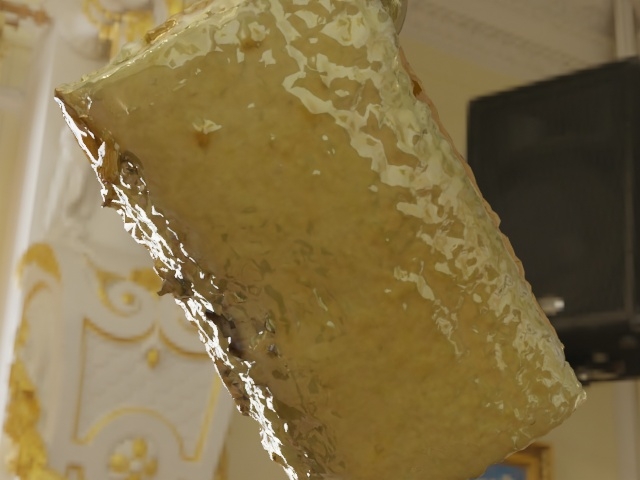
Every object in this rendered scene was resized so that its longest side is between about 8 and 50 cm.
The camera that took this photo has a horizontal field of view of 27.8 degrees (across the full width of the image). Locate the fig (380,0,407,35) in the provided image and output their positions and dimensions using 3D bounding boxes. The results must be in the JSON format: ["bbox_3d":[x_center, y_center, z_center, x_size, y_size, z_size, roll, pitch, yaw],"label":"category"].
[{"bbox_3d":[-0.003,-0.222,1.011,0.148,0.186,0.142,17,19,39],"label":"fig"}]

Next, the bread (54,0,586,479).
[{"bbox_3d":[0.000,0.000,0.903,0.236,0.165,0.375,-27,-74,6],"label":"bread"}]
